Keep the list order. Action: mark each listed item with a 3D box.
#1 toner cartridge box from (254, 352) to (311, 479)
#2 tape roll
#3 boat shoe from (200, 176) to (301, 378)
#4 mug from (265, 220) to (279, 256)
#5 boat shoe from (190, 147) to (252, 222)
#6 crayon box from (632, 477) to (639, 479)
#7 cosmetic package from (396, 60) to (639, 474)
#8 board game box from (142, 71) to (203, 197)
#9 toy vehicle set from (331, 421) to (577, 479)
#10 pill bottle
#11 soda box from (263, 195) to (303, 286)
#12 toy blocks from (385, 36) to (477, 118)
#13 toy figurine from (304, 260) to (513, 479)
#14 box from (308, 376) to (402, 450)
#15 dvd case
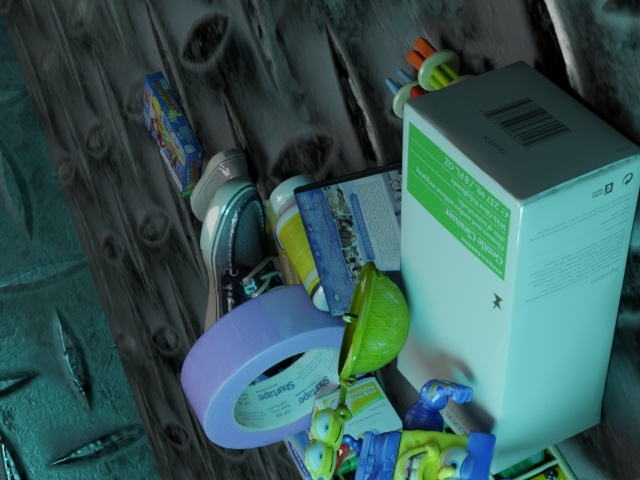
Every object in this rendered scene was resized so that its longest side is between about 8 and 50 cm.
[{"bbox_3d":[-0.038,0.257,2.246,0.348,0.075,0.165,61,158,25],"label":"toner cartridge box"},{"bbox_3d":[-0.063,0.187,1.960,0.090,0.274,0.275,59,156,33],"label":"tape roll"},{"bbox_3d":[-0.091,0.066,2.080,0.158,0.127,0.341,29,137,27],"label":"boat shoe"},{"bbox_3d":[-0.094,-0.002,2.174,0.062,0.064,0.078,57,155,34],"label":"mug"},{"bbox_3d":[-0.166,-0.071,2.275,0.227,0.079,0.081,119,133,-60],"label":"boat shoe"},{"bbox_3d":[0.302,0.313,1.244,0.323,0.203,0.083,11,117,67],"label":"crayon box"},{"bbox_3d":[0.191,0.032,1.352,0.197,0.155,0.366,46,147,42],"label":"cosmetic package"},{"bbox_3d":[-0.281,-0.199,2.517,0.201,0.035,0.136,61,157,25],"label":"board game box"},{"bbox_3d":[0.148,0.280,1.520,0.166,0.267,0.035,59,158,27],"label":"toy vehicle set"},{"bbox_3d":[0.000,0.000,1.880,0.184,0.103,0.103,61,157,24],"label":"pill bottle"},{"bbox_3d":[-0.027,0.015,2.022,0.058,0.061,0.181,9,116,66],"label":"soda box"},{"bbox_3d":[0.120,-0.172,1.495,0.148,0.054,0.123,53,154,41],"label":"toy blocks"},{"bbox_3d":[0.104,0.223,1.364,0.191,0.217,0.363,84,-162,-64],"label":"toy figurine"},{"bbox_3d":[0.075,0.322,1.974,0.203,0.103,0.114,58,156,31],"label":"box"},{"bbox_3d":[0.073,-0.002,1.695,0.253,0.022,0.180,-11,97,50],"label":"dvd case"}]
